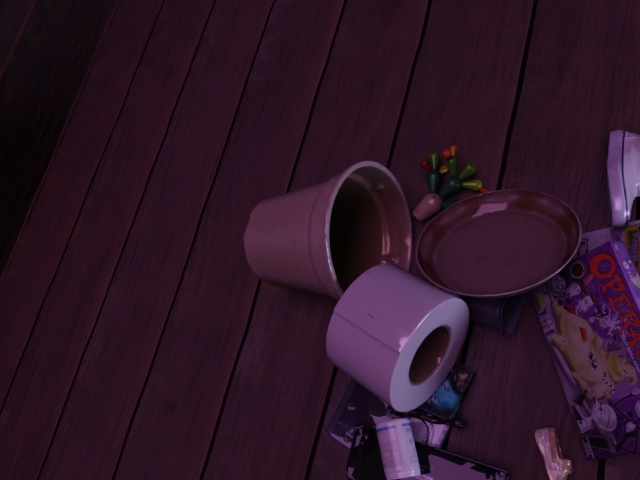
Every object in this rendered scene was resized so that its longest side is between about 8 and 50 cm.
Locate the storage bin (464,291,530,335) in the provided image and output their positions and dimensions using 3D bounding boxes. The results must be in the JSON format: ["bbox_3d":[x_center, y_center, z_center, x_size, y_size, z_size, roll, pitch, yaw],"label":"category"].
[{"bbox_3d":[0.365,0.122,1.101,0.091,0.098,0.135,10,51,42],"label":"storage bin"}]

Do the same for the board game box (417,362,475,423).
[{"bbox_3d":[0.213,0.293,1.119,0.186,0.026,0.126,16,49,31],"label":"board game box"}]

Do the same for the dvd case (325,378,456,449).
[{"bbox_3d":[0.147,0.397,1.146,0.239,0.029,0.179,24,83,32],"label":"dvd case"}]

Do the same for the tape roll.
[{"bbox_3d":[0.153,0.187,1.049,0.169,0.246,0.246,29,86,40],"label":"tape roll"}]

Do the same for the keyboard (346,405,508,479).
[{"bbox_3d":[0.211,0.432,1.065,0.317,0.033,0.201,8,75,28],"label":"keyboard"}]

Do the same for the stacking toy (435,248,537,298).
[{"bbox_3d":[0.349,0.041,1.099,0.221,0.052,0.167,-15,32,32],"label":"stacking toy"}]

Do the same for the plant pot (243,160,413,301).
[{"bbox_3d":[0.000,0.000,1.236,0.306,0.334,0.333,-2,69,39],"label":"plant pot"}]

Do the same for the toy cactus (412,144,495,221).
[{"bbox_3d":[0.291,-0.113,1.239,0.180,0.112,0.219,-44,65,18],"label":"toy cactus"}]

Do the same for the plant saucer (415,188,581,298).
[{"bbox_3d":[0.345,0.010,1.049,0.311,0.050,0.310,-17,36,12],"label":"plant saucer"}]

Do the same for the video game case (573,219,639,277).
[{"bbox_3d":[0.561,0.072,0.993,0.193,0.023,0.212,-25,52,61],"label":"video game case"}]

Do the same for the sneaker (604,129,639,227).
[{"bbox_3d":[0.608,-0.130,1.034,0.091,0.094,0.258,4,51,27],"label":"sneaker"}]

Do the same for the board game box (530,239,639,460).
[{"bbox_3d":[0.512,0.198,0.951,0.208,0.056,0.346,-44,48,49],"label":"board game box"}]

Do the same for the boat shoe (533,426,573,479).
[{"bbox_3d":[0.437,0.410,0.973,0.045,0.050,0.135,-27,60,23],"label":"boat shoe"}]

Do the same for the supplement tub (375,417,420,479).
[{"bbox_3d":[0.152,0.410,1.043,0.071,0.071,0.107,-19,63,21],"label":"supplement tub"}]
